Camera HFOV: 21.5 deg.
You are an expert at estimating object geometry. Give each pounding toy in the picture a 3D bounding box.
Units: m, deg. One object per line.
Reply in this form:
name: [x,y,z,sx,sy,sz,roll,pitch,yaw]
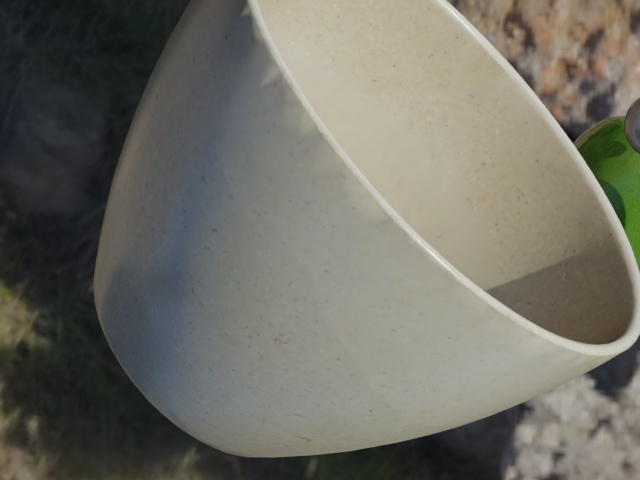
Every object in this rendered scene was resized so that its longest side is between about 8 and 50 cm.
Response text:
pounding toy: [0.209,-0.019,1.362,0.110,0.183,0.237,3,170,-14]

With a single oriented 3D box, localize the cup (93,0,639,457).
cup: [0.000,0.000,1.030,0.331,0.331,0.237,40,116,-15]
